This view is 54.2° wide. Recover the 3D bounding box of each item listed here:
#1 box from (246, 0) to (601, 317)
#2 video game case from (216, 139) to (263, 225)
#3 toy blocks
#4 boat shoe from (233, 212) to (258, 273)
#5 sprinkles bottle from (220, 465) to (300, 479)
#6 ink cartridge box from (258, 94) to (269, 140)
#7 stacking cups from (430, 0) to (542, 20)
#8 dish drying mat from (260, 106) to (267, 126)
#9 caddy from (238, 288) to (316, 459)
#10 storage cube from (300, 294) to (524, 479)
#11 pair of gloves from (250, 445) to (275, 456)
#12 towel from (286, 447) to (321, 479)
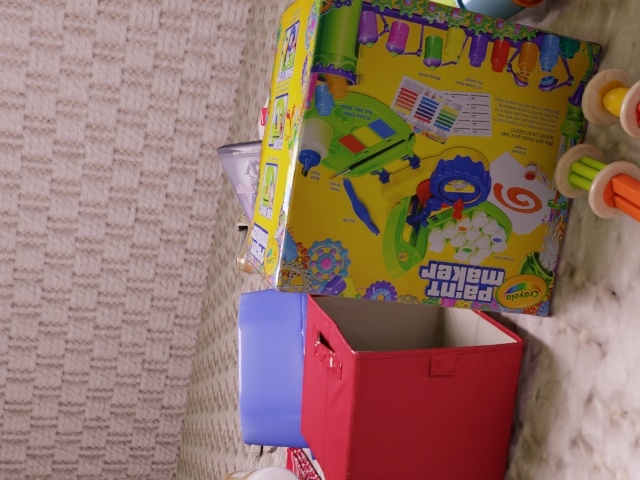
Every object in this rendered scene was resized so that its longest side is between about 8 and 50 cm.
[{"bbox_3d":[0.094,-0.084,0.657,0.177,0.289,0.280,-153,72,-71],"label":"box"},{"bbox_3d":[-0.073,-0.048,1.116,0.196,0.026,0.274,4,124,50],"label":"video game case"},{"bbox_3d":[0.265,-0.068,0.503,0.148,0.054,0.123,-123,44,-63],"label":"toy blocks"},{"bbox_3d":[-0.198,-0.048,1.870,0.113,0.103,0.303,131,142,-60],"label":"boat shoe"},{"bbox_3d":[-0.139,0.549,1.332,0.355,0.121,0.121,132,141,-62],"label":"sprinkles bottle"},{"bbox_3d":[0.011,-0.200,1.087,0.154,0.212,0.093,124,147,-55],"label":"ink cartridge box"},{"bbox_3d":[0.194,-0.281,0.693,0.316,0.095,0.096,167,109,-65],"label":"stacking cups"},{"bbox_3d":[-0.087,-0.205,1.034,0.083,0.008,0.032,-151,67,-69],"label":"dish drying mat"},{"bbox_3d":[-0.052,0.240,1.194,0.241,0.179,0.342,78,-171,-75],"label":"caddy"},{"bbox_3d":[0.093,0.174,0.711,0.183,0.214,0.193,-138,50,-68],"label":"storage cube"},{"bbox_3d":[-0.163,0.467,1.672,0.240,0.042,0.204,130,143,-61],"label":"pair of gloves"},{"bbox_3d":[-0.033,0.555,1.251,0.275,0.031,0.199,-161,77,-72],"label":"towel"}]
